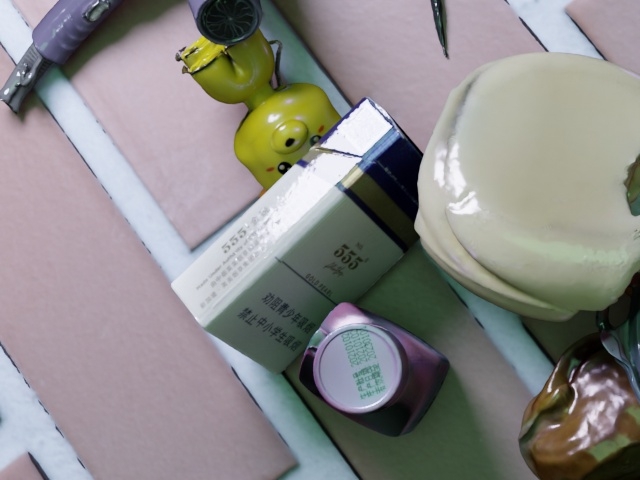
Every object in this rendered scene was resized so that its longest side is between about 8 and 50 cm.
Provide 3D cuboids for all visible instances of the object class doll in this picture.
[{"bbox_3d":[-0.042,-0.114,1.333,0.143,0.135,0.221,-40,110,1],"label":"doll"}]

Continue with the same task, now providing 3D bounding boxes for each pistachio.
[{"bbox_3d":[0.284,0.163,1.243,0.210,0.130,0.165,-17,102,-9],"label":"pistachio"}]

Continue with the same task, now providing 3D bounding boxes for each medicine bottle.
[{"bbox_3d":[0.047,0.119,1.258,0.119,0.188,0.094,30,90,12],"label":"medicine bottle"}]

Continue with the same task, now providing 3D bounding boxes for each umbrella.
[{"bbox_3d":[0.113,-0.258,1.373,0.022,0.022,0.149,-12,81,35],"label":"umbrella"}]

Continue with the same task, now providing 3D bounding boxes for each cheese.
[{"bbox_3d":[0.217,-0.054,1.239,0.233,0.127,0.266,18,60,17],"label":"cheese"}]

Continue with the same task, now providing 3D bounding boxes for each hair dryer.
[{"bbox_3d":[-0.198,-0.233,1.361,0.361,0.121,0.301,-38,42,23],"label":"hair dryer"}]

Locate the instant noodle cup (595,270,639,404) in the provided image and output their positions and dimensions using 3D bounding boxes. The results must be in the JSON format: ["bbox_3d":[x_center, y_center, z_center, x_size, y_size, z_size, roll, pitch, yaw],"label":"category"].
[{"bbox_3d":[0.411,0.071,1.150,0.302,0.181,0.258,8,62,-14],"label":"instant noodle cup"}]

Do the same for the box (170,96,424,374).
[{"bbox_3d":[0.000,0.000,1.288,0.259,0.168,0.071,-45,57,2],"label":"box"}]

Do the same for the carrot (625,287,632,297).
[{"bbox_3d":[0.268,0.001,1.299,0.256,0.061,0.061,34,91,14],"label":"carrot"}]
